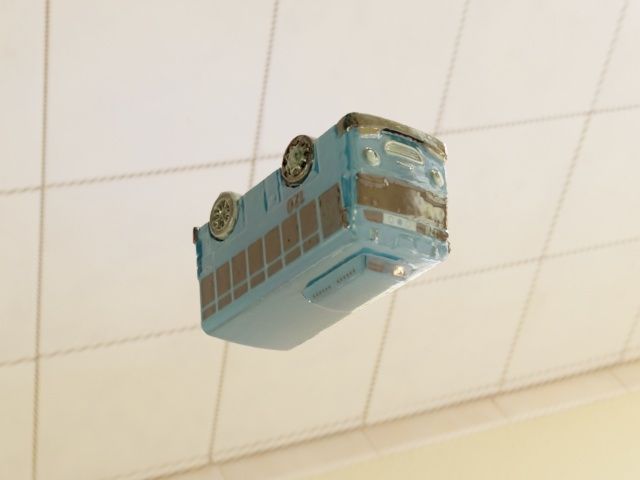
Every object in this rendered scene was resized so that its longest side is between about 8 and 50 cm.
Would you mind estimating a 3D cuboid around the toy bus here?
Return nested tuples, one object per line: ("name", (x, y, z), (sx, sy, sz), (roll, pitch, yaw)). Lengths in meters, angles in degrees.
("toy bus", (0.000, 0.000, 0.806), (0.090, 0.106, 0.185), (16, 147, -34))
